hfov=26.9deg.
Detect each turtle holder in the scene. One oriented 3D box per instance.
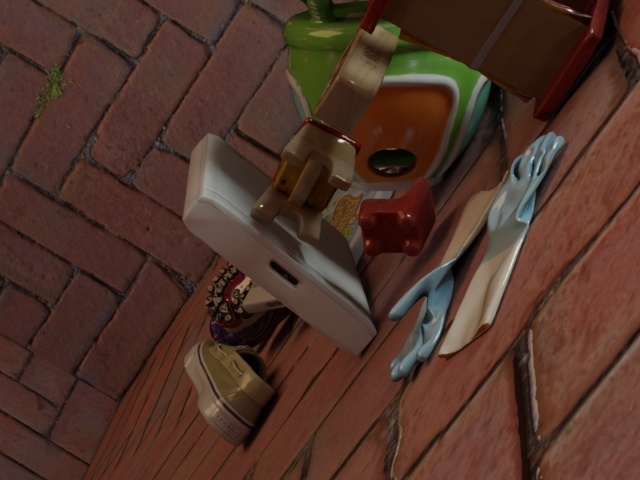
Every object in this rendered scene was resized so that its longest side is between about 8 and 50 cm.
[{"bbox_3d":[0.067,-0.187,1.538,0.320,0.243,0.227,-151,54,-63],"label":"turtle holder"}]

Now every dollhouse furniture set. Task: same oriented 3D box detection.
[{"bbox_3d":[0.106,-0.145,1.324,0.374,0.201,0.152,-59,6,39],"label":"dollhouse furniture set"}]

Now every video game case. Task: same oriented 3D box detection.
[{"bbox_3d":[0.000,0.000,1.811,0.193,0.023,0.212,-13,40,48],"label":"video game case"}]

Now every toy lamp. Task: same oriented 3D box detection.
[{"bbox_3d":[-0.135,0.141,2.191,0.080,0.080,0.275,-59,5,-10],"label":"toy lamp"}]

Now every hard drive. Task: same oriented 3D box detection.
[{"bbox_3d":[-0.051,-0.008,1.521,0.047,0.233,0.353,-50,12,9],"label":"hard drive"}]

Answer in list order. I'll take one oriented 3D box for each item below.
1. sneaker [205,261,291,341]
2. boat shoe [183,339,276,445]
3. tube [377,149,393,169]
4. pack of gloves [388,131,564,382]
[{"bbox_3d":[-0.042,0.018,1.981,0.299,0.112,0.121,-47,49,0],"label":"sneaker"},{"bbox_3d":[-0.114,0.192,1.820,0.094,0.109,0.302,-43,17,1],"label":"boat shoe"},{"bbox_3d":[0.121,-0.179,1.866,0.070,0.062,0.240,102,-168,-52],"label":"tube"},{"bbox_3d":[0.121,0.006,1.155,0.232,0.046,0.195,-63,8,-31],"label":"pack of gloves"}]
